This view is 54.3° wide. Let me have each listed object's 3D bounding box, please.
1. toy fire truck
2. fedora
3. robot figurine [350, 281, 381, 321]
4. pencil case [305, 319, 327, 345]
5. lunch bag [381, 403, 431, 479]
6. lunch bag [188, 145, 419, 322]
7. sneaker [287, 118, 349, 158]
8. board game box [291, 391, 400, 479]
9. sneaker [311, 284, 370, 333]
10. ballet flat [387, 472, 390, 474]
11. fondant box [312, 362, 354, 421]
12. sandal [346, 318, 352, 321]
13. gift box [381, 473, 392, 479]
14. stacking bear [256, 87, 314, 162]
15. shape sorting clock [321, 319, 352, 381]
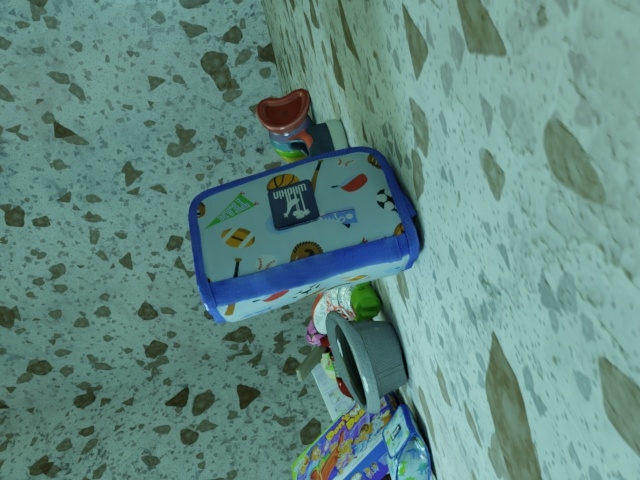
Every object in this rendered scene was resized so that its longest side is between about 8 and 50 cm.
[{"bbox_3d":[0.057,0.360,1.796,0.158,0.246,0.217,-116,12,-77],"label":"toy fire truck"},{"bbox_3d":[0.115,0.262,1.424,0.275,0.124,0.243,-170,63,-77],"label":"fedora"},{"bbox_3d":[0.110,0.150,1.531,0.115,0.067,0.101,-111,18,-70],"label":"robot figurine"},{"bbox_3d":[0.058,0.285,1.906,0.095,0.209,0.098,26,97,51],"label":"pencil case"},{"bbox_3d":[0.189,0.454,1.365,0.129,0.096,0.151,-107,17,-76],"label":"lunch bag"},{"bbox_3d":[-0.034,-0.013,1.029,0.385,0.328,0.238,-111,5,-75],"label":"lunch bag"},{"bbox_3d":[0.015,-0.093,1.379,0.131,0.148,0.350,84,171,-69],"label":"sneaker"},{"bbox_3d":[0.075,0.549,1.600,0.078,0.347,0.233,40,-173,-16],"label":"board game box"},{"bbox_3d":[0.058,0.187,1.689,0.145,0.090,0.270,46,135,40],"label":"sneaker"},{"bbox_3d":[0.220,0.673,1.954,0.091,0.077,0.241,-52,-47,-49],"label":"ballet flat"},{"bbox_3d":[0.107,0.580,2.116,0.330,0.096,0.238,62,-172,34],"label":"fondant box"},{"bbox_3d":[0.141,0.358,2.203,0.254,0.054,0.097,60,174,41],"label":"sandal"},{"bbox_3d":[0.172,0.774,1.619,0.276,0.255,0.258,71,-174,-84],"label":"gift box"},{"bbox_3d":[-0.078,-0.324,2.050,0.289,0.175,0.164,65,-166,-51],"label":"stacking bear"},{"bbox_3d":[0.084,0.365,2.047,0.040,0.206,0.206,19,-130,-55],"label":"shape sorting clock"}]
